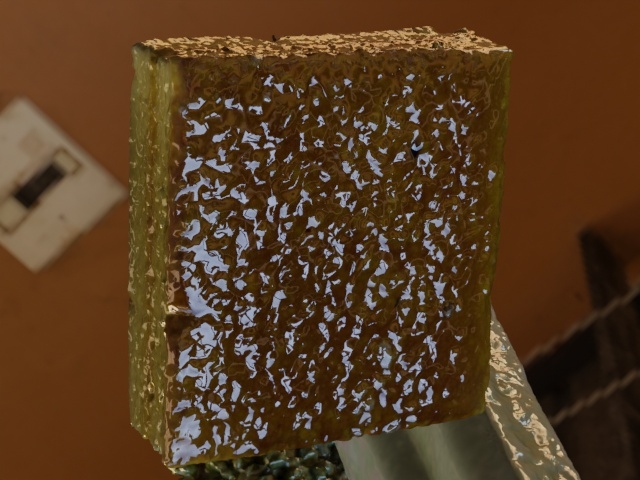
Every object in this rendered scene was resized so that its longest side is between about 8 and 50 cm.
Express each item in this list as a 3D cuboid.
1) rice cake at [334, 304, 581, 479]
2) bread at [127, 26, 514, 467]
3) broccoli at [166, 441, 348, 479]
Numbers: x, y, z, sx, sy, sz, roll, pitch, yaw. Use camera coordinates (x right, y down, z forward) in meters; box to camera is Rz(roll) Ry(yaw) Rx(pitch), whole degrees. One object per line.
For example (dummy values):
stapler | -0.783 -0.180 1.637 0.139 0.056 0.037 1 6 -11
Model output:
rice cake | 0.055 0.098 0.544 0.085 0.040 0.226 -63 -152 26
bread | 0.000 0.000 0.391 0.035 0.090 0.094 27 -61 56
broccoli | -0.030 0.174 1.291 0.273 0.180 0.242 -2 -178 40
